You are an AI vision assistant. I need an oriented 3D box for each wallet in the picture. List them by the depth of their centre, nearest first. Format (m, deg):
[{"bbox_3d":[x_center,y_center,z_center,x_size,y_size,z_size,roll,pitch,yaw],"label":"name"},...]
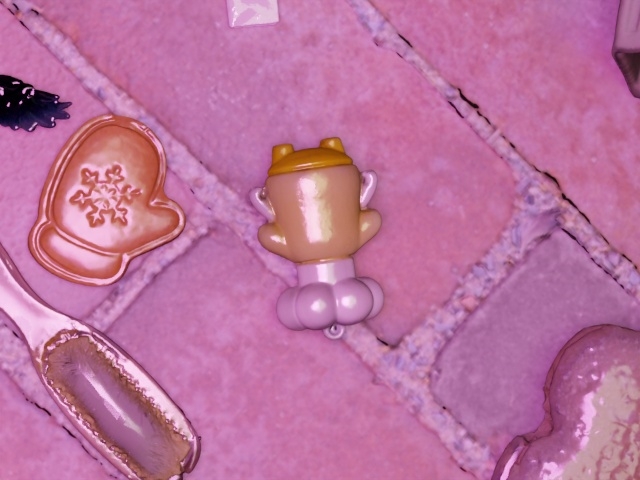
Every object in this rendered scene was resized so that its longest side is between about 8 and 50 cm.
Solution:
[{"bbox_3d":[-0.059,-0.217,1.354,0.044,0.011,0.083,-6,88,-11],"label":"wallet"}]

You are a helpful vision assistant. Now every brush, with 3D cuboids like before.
[{"bbox_3d":[-0.210,0.073,1.285,0.072,0.067,0.313,-43,93,-9],"label":"brush"}]

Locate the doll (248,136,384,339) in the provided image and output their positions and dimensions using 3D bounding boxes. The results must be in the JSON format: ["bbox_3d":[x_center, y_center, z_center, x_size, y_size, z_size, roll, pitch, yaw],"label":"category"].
[{"bbox_3d":[0.000,0.000,1.329,0.106,0.062,0.162,-8,88,-7],"label":"doll"}]

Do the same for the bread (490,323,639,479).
[{"bbox_3d":[0.293,0.144,1.361,0.337,0.102,0.183,-18,87,-9],"label":"bread"}]

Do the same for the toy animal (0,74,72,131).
[{"bbox_3d":[-0.304,-0.125,1.285,0.220,0.062,0.108,22,65,-8],"label":"toy animal"}]

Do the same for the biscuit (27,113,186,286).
[{"bbox_3d":[-0.164,-0.029,1.318,0.118,0.023,0.140,16,84,-9],"label":"biscuit"}]

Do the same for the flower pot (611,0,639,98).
[{"bbox_3d":[0.360,-0.209,1.334,0.209,0.239,0.190,15,82,-40],"label":"flower pot"}]
